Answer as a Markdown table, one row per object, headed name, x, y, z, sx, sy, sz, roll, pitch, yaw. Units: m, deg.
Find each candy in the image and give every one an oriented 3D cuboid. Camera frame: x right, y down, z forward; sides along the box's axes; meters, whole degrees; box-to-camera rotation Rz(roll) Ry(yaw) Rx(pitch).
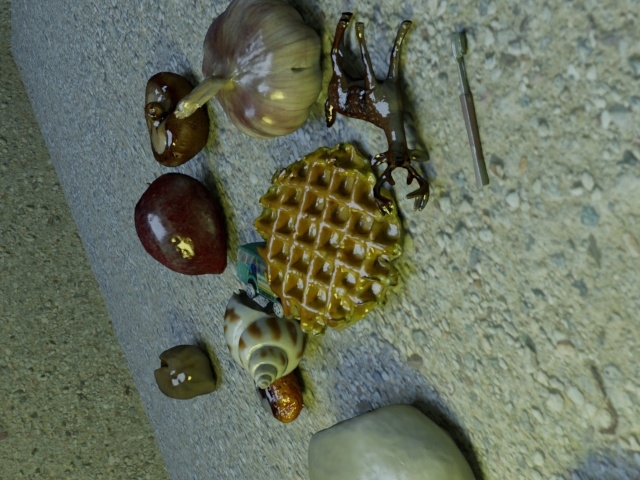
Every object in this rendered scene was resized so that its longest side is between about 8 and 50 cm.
| name | x | y | z | sx | sy | sz | roll | pitch | yaw |
| --- | --- | --- | --- | --- | --- | --- | --- | --- | --- |
| candy | 0.127 | 0.493 | 1.125 | 0.386 | 0.186 | 0.427 | -18 | 94 | 56 |

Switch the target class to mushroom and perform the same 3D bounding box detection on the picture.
| name | x | y | z | sx | sy | sz | roll | pitch | yaw |
| --- | --- | --- | --- | --- | --- | --- | --- | --- | --- |
| mushroom | -0.337 | -0.280 | 1.525 | 0.194 | 0.138 | 0.231 | 114 | 143 | -67 |

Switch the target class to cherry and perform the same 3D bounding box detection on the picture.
| name | x | y | z | sx | sy | sz | roll | pitch | yaw |
| --- | --- | --- | --- | --- | --- | --- | --- | --- | --- |
| cherry | -0.335 | -0.036 | 1.579 | 0.300 | 0.203 | 0.230 | 53 | 146 | 5 |

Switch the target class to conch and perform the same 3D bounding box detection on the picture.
| name | x | y | z | sx | sy | sz | roll | pitch | yaw |
| --- | --- | --- | --- | --- | --- | --- | --- | --- | --- |
| conch | -0.121 | 0.213 | 1.373 | 0.148 | 0.183 | 0.275 | -69 | 16 | 1 |

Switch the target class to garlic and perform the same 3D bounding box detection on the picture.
| name | x | y | z | sx | sy | sz | roll | pitch | yaw |
| --- | --- | --- | --- | --- | --- | --- | --- | --- | --- |
| garlic | -0.132 | -0.265 | 1.064 | 0.245 | 0.253 | 0.245 | 39 | 145 | 35 |

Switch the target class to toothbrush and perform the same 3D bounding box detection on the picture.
| name | x | y | z | sx | sy | sz | roll | pitch | yaw |
| --- | --- | --- | --- | --- | --- | --- | --- | --- | --- |
| toothbrush | 0.187 | -0.163 | 0.815 | 0.017 | 0.014 | 0.194 | 6 | 111 | 58 |

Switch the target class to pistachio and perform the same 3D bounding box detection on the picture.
| name | x | y | z | sx | sy | sz | roll | pitch | yaw |
| --- | --- | --- | --- | --- | --- | --- | --- | --- | --- |
| pistachio | -0.415 | 0.414 | 2.018 | 0.288 | 0.197 | 0.166 | 134 | 158 | -69 |

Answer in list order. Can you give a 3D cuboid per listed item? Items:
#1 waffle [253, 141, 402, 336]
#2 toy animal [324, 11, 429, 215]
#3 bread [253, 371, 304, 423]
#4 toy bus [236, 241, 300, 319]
| name | x | y | z | sx | sy | sz | roll | pitch | yaw |
| --- | --- | --- | --- | --- | --- | --- | --- | --- | --- |
| waffle | 0.000 | 0.000 | 1.093 | 0.325 | 0.068 | 0.302 | -33 | 75 | 37 |
| toy animal | 0.082 | -0.185 | 0.936 | 0.243 | 0.087 | 0.260 | -132 | 34 | -58 |
| bread | -0.112 | 0.311 | 1.518 | 0.269 | 0.095 | 0.139 | -128 | 34 | -55 |
| toy bus | -0.084 | 0.080 | 1.335 | 0.262 | 0.091 | 0.109 | 23 | 118 | 51 |
